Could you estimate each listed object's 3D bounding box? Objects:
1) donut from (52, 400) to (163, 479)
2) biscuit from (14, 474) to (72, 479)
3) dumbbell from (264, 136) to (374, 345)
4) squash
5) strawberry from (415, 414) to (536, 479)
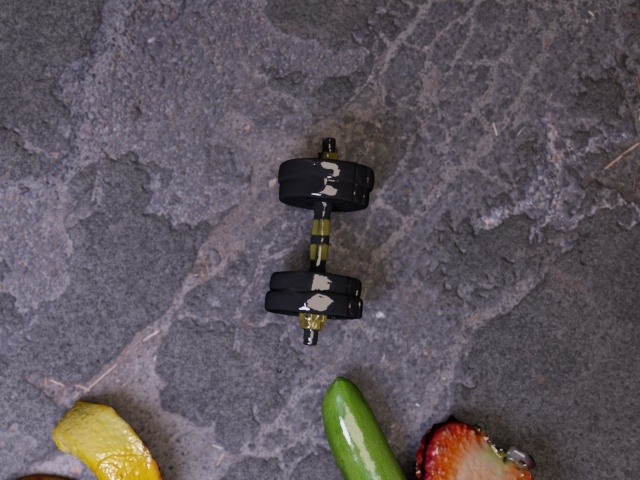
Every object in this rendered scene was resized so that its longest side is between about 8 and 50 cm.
[{"bbox_3d":[-0.351,0.385,1.494,0.101,0.152,0.259,-31,89,-39],"label":"donut"},{"bbox_3d":[-0.477,0.492,1.474,0.212,0.036,0.212,15,45,-15],"label":"biscuit"},{"bbox_3d":[0.000,0.000,1.603,0.185,0.185,0.388,6,82,-10],"label":"dumbbell"},{"bbox_3d":[0.104,0.439,1.610,0.107,0.107,0.394,-29,91,-13],"label":"squash"},{"bbox_3d":[0.249,0.484,1.588,0.234,0.137,0.306,34,53,3],"label":"strawberry"}]
